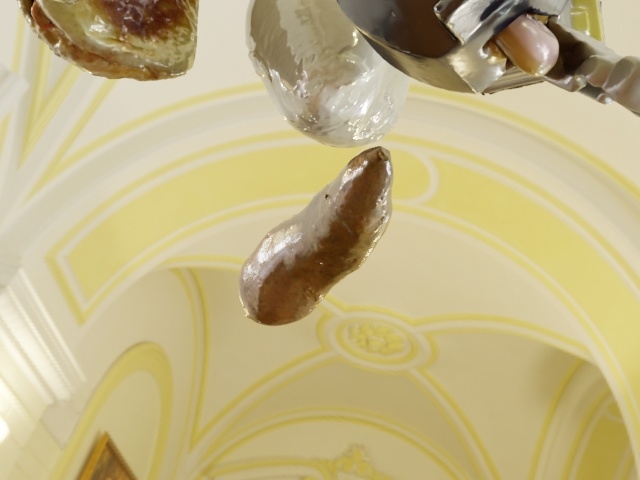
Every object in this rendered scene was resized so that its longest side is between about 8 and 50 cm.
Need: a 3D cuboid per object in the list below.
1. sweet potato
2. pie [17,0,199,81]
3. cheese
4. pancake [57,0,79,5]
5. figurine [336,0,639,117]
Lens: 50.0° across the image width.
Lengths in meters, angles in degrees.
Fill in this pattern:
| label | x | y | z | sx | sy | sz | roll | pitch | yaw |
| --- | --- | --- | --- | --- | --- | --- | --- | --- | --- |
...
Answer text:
| label | x | y | z | sx | sy | sz | roll | pitch | yaw |
| --- | --- | --- | --- | --- | --- | --- | --- | --- | --- |
| sweet potato | 0.001 | -0.001 | 0.682 | 0.097 | 0.097 | 0.292 | 29 | -43 | -13 |
| pie | -0.186 | -0.248 | 0.643 | 0.179 | 0.205 | 0.084 | 13 | -16 | -36 |
| cheese | 0.010 | -0.197 | 0.698 | 0.154 | 0.198 | 0.189 | -39 | -103 | 12 |
| pancake | -0.164 | -0.203 | 0.283 | 0.029 | 0.235 | 0.212 | -23 | -25 | 9 |
| figurine | 0.097 | -0.171 | 0.447 | 0.308 | 0.308 | 0.143 | 19 | -72 | 0 |
